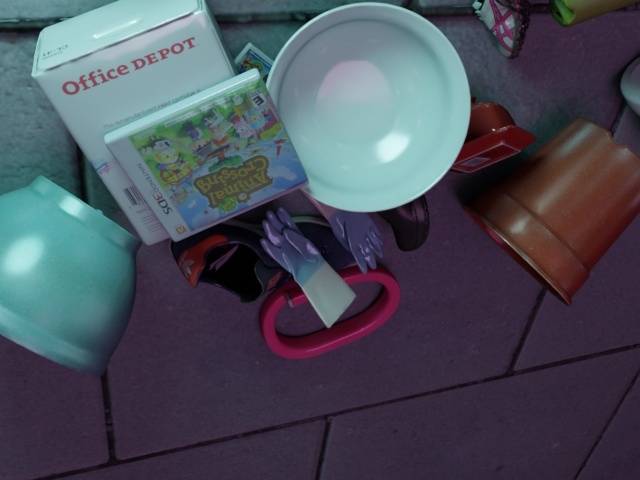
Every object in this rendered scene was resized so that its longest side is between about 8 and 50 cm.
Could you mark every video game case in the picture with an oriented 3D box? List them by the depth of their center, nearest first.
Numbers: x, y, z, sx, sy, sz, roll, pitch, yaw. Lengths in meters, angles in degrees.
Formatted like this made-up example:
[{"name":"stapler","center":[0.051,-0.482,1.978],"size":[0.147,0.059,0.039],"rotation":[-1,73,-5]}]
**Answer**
[{"name":"video game case","center":[-0.143,-0.105,0.953],"size":[0.212,0.023,0.193],"rotation":[-23,134,2]},{"name":"video game case","center":[-0.113,-0.224,1.069],"size":[0.122,0.011,0.087],"rotation":[-45,133,16]}]

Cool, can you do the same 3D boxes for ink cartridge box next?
[{"name":"ink cartridge box","center":[-0.207,-0.169,0.980],"size":[0.226,0.131,0.306],"rotation":[-20,132,1]}]

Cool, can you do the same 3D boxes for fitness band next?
[{"name":"fitness band","center":[0.021,0.139,1.438],"size":[0.291,0.054,0.209],"rotation":[-21,135,-6]}]

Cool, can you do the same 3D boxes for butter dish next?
[{"name":"butter dish","center":[0.263,-0.192,1.222],"size":[0.160,0.118,0.160],"rotation":[-23,167,30]}]

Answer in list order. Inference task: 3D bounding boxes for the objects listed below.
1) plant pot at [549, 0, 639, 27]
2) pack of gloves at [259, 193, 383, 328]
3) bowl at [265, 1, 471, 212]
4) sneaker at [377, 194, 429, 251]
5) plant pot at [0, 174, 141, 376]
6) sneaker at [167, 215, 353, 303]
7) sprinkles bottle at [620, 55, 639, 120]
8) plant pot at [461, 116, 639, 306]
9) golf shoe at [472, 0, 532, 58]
[{"name":"plant pot","center":[0.424,-0.437,1.001],"size":[0.254,0.276,0.276],"rotation":[-26,136,13]},{"name":"pack of gloves","center":[0.000,0.000,1.233],"size":[0.195,0.046,0.232],"rotation":[-47,115,-23]},{"name":"bowl","center":[0.061,-0.198,1.070],"size":[0.298,0.134,0.298],"rotation":[-2,105,-6]},{"name":"sneaker","center":[0.115,-0.096,1.255],"size":[0.130,0.109,0.286],"rotation":[-17,125,-3]},{"name":"plant pot","center":[-0.381,0.032,1.026],"size":[0.293,0.293,0.196],"rotation":[41,79,-43]},{"name":"sneaker","center":[-0.083,0.042,1.237],"size":[0.350,0.148,0.131],"rotation":[2,128,-26]},{"name":"sprinkles bottle","center":[0.699,-0.220,1.393],"size":[0.121,0.121,0.355],"rotation":[-42,133,13]},{"name":"plant pot","center":[0.453,-0.066,1.332],"size":[0.265,0.272,0.272],"rotation":[-47,132,7]},{"name":"golf shoe","center":[0.285,-0.361,1.125],"size":[0.067,0.086,0.186],"rotation":[-65,156,-21]}]
